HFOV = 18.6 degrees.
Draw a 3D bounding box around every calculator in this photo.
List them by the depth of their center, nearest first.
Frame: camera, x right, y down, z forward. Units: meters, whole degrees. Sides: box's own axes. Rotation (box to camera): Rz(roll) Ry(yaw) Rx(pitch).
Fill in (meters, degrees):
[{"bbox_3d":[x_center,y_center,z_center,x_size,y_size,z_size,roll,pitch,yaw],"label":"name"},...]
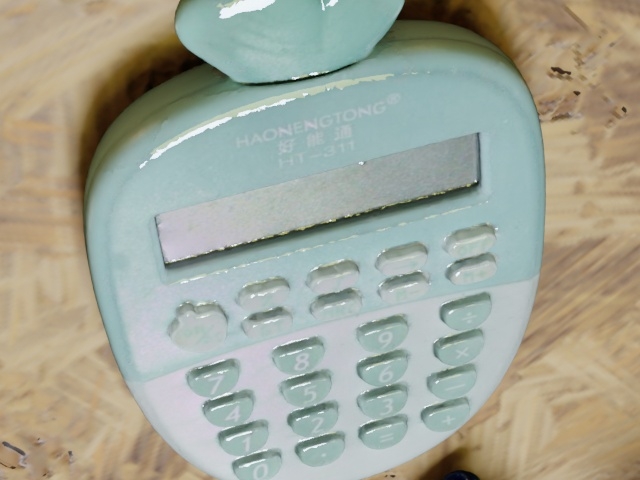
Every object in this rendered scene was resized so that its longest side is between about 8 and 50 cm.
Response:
[{"bbox_3d":[0.000,0.000,0.778,0.184,0.042,0.295,-14,136,-7],"label":"calculator"}]

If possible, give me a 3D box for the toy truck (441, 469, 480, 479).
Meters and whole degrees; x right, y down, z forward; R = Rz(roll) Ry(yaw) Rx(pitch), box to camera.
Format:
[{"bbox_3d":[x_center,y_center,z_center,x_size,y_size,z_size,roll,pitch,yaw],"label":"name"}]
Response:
[{"bbox_3d":[0.055,0.158,0.916,0.090,0.073,0.056,-38,132,14],"label":"toy truck"}]
